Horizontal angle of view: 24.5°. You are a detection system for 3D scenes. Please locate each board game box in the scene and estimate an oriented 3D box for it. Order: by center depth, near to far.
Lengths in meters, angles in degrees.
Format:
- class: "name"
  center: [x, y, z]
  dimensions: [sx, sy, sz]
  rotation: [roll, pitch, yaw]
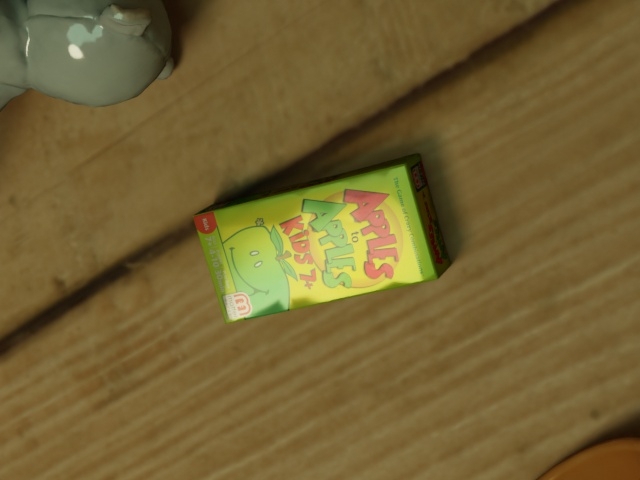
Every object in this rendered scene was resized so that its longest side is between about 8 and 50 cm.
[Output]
- class: "board game box"
  center: [0.000, 0.000, 1.147]
  dimensions: [0.181, 0.043, 0.092]
  rotation: [-13, 99, 22]

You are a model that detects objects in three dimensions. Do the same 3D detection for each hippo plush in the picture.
- class: "hippo plush"
  center: [-0.237, -0.168, 1.084]
  dimensions: [0.236, 0.234, 0.294]
  rotation: [-8, 82, 9]

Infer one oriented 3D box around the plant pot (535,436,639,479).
- class: "plant pot"
  center: [0.221, 0.313, 1.041]
  dimensions: [0.203, 0.291, 0.291]
  rotation: [39, 114, -13]
